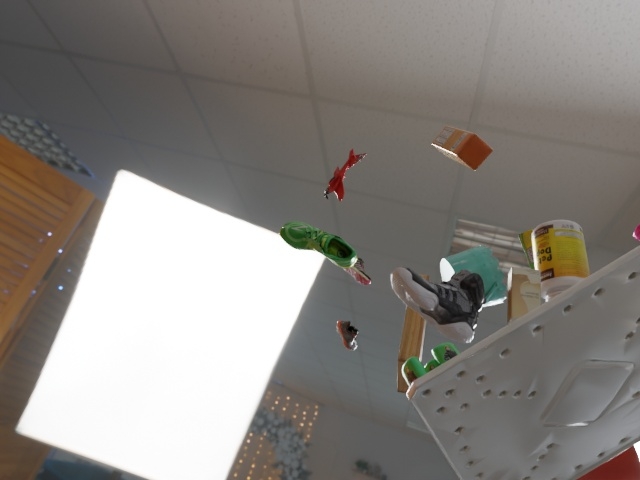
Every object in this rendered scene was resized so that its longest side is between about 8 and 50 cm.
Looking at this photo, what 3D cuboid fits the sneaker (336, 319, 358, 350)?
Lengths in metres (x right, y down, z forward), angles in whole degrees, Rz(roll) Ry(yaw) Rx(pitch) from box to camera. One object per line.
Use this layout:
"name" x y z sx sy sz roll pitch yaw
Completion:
"sneaker" 0.114 0.355 1.793 0.065 0.061 0.158 -11 -48 22

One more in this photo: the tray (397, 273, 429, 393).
"tray" 0.353 0.341 1.810 0.076 0.411 0.202 5 -48 14

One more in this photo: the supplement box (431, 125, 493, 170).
"supplement box" 0.398 -0.268 1.372 0.078 0.080 0.233 36 14 -14

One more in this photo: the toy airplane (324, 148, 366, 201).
"toy airplane" 0.054 -0.161 1.172 0.028 0.151 0.151 30 -26 -24

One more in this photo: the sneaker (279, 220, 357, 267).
"sneaker" 0.000 0.000 1.719 0.296 0.109 0.123 22 -18 -1

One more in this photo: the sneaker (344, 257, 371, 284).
"sneaker" 0.154 0.110 1.921 0.170 0.075 0.063 39 -28 43

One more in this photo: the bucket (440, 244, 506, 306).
"bucket" 0.641 0.166 2.047 0.183 0.281 0.281 -16 -28 -2

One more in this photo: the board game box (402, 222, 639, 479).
"board game box" 0.332 0.185 0.628 0.390 0.390 0.050 58 1 -35

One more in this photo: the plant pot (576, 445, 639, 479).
"plant pot" 0.702 0.598 1.356 0.243 0.274 0.275 -17 -30 1

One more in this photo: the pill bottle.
"pill bottle" 0.576 0.066 1.154 0.117 0.215 0.117 6 -29 3

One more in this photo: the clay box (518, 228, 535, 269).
"clay box" 0.696 0.081 1.497 0.053 0.222 0.127 -27 -25 37

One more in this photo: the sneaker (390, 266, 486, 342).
"sneaker" 0.289 0.115 1.147 0.268 0.153 0.101 41 -18 -19

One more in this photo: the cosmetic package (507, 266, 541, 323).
"cosmetic package" 0.419 0.117 0.994 0.060 0.115 0.041 5 -28 11
